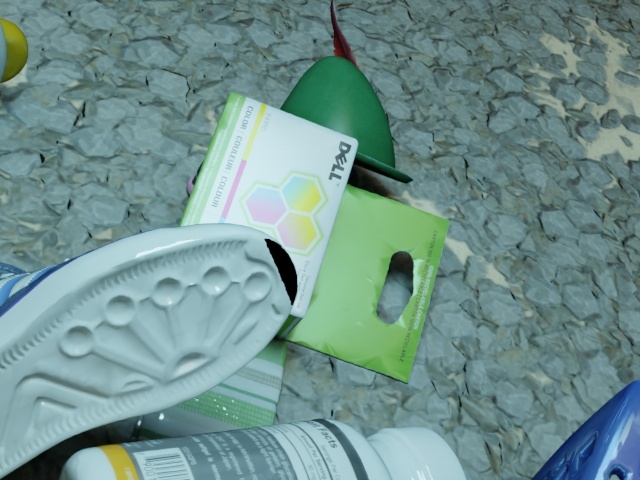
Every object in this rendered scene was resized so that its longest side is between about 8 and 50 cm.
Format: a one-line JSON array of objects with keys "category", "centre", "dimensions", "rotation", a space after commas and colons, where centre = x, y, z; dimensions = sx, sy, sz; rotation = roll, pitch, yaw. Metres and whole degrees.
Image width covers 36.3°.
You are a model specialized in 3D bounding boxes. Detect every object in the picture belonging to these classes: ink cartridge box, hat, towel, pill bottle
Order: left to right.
[{"category": "towel", "centre": [-0.093, 0.134, 0.854], "dimensions": [0.113, 0.023, 0.152], "rotation": [21, 43, -8]}, {"category": "pill bottle", "centre": [-0.039, 0.215, 0.704], "dimensions": [0.278, 0.162, 0.162], "rotation": [-1, 51, -26]}, {"category": "ink cartridge box", "centre": [0.000, 0.000, 0.918], "dimensions": [0.255, 0.097, 0.189], "rotation": [20, 67, -6]}, {"category": "hat", "centre": [0.036, -0.181, 1.037], "dimensions": [0.208, 0.184, 0.173], "rotation": [23, 3, 26]}]

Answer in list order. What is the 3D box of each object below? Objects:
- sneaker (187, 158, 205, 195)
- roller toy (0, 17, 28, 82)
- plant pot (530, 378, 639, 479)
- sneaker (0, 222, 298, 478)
[{"category": "sneaker", "centre": [-0.076, -0.048, 0.996], "dimensions": [0.119, 0.057, 0.047], "rotation": [25, 42, -2]}, {"category": "roller toy", "centre": [-0.393, -0.186, 0.890], "dimensions": [0.191, 0.209, 0.146], "rotation": [-33, 62, 2]}, {"category": "plant pot", "centre": [0.235, 0.286, 0.718], "dimensions": [0.236, 0.236, 0.212], "rotation": [38, 53, 13]}, {"category": "sneaker", "centre": [-0.201, 0.049, 0.737], "dimensions": [0.322, 0.130, 0.236], "rotation": [-28, 29, -14]}]
